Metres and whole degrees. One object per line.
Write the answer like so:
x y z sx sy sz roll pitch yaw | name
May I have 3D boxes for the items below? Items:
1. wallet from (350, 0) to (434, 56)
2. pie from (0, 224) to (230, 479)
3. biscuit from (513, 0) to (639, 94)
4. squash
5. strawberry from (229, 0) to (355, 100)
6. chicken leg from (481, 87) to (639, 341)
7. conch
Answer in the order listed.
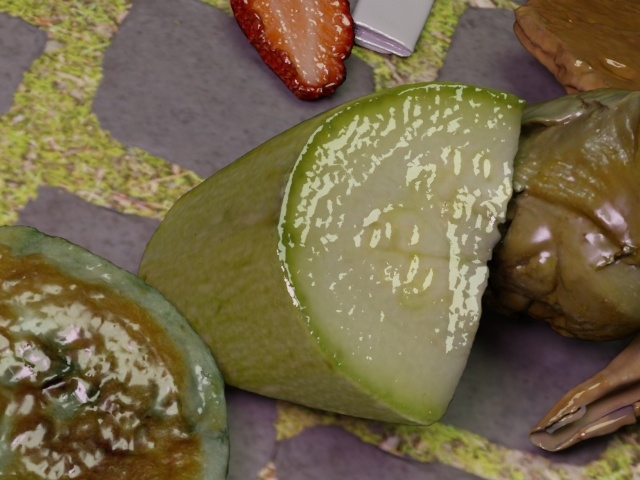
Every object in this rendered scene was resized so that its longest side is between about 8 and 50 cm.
0.065 -0.204 1.435 0.061 0.025 0.122 20 45 3 | wallet
-0.196 0.111 1.029 0.303 0.067 0.302 9 47 -10 | pie
0.301 -0.128 1.390 0.269 0.051 0.376 -4 36 -37 | biscuit
0.000 0.000 1.133 0.204 0.155 0.236 21 67 -12 | squash
-0.024 -0.175 1.368 0.104 0.048 0.152 3 61 -25 | strawberry
0.244 -0.062 1.112 0.153 0.429 0.201 28 50 -31 | chicken leg
0.272 0.065 1.219 0.330 0.093 0.109 -32 98 -20 | conch
